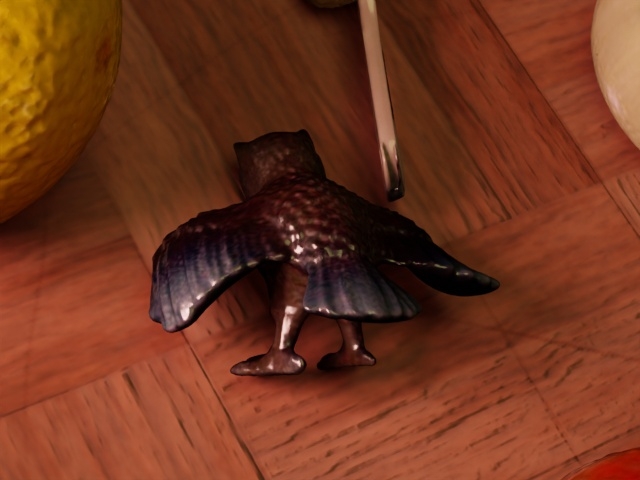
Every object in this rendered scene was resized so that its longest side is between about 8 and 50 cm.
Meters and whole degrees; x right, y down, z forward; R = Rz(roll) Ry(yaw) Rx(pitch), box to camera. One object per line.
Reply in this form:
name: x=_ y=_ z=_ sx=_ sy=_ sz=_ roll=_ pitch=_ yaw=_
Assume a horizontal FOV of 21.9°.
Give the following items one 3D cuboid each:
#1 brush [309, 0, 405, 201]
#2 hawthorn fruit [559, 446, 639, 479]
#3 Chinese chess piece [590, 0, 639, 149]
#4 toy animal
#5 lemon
brush: x=0.014 y=-0.159 z=1.147 sx=0.067 sy=0.072 sz=0.313 roll=-11 pitch=62 yaw=5
hawthorn fruit: x=0.222 y=0.232 z=0.799 sx=0.285 sy=0.369 sz=0.284 roll=3 pitch=78 yaw=-13
Chinese chess piece: x=0.321 y=-0.139 z=1.202 sx=0.250 sy=0.103 sz=0.249 roll=8 pitch=58 yaw=-14
toy animal: x=-0.002 y=-0.006 z=1.009 sx=0.218 sy=0.116 sz=0.179 roll=-5 pitch=61 yaw=-18
lemon: x=-0.223 y=-0.121 z=0.927 sx=0.228 sy=0.253 sz=0.228 roll=16 pitch=56 yaw=-24
